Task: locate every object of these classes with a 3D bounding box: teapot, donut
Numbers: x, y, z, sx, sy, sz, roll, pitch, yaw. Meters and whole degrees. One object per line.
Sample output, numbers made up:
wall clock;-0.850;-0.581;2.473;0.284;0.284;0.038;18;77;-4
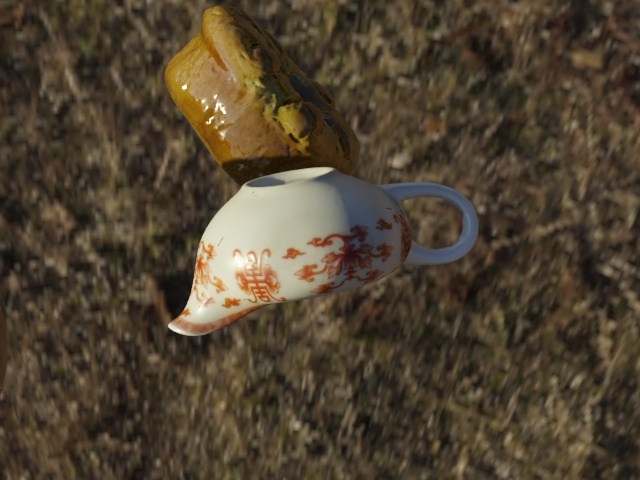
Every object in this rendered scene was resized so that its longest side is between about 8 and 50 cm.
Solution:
teapot;0.000;0.000;1.417;0.245;0.159;0.116;-8;87;-3
donut;-0.057;-0.132;1.911;0.114;0.226;0.226;-42;71;11

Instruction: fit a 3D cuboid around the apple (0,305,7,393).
apple;-0.433;0.101;1.684;0.319;0.277;0.319;-2;73;5
